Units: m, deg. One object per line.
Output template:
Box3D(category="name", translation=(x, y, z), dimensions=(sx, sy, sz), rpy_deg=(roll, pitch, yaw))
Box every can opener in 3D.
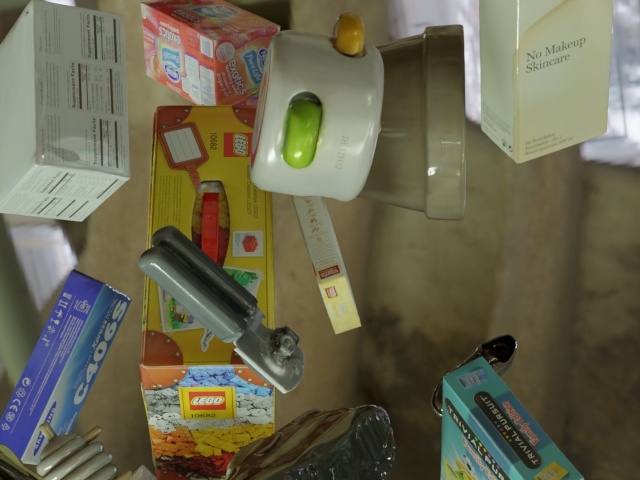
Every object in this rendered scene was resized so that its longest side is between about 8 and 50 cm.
Box3D(category="can opener", translation=(-0.132, 0.100, 1.659), dimensions=(0.095, 0.283, 0.076), rpy_deg=(-25, -150, 43))

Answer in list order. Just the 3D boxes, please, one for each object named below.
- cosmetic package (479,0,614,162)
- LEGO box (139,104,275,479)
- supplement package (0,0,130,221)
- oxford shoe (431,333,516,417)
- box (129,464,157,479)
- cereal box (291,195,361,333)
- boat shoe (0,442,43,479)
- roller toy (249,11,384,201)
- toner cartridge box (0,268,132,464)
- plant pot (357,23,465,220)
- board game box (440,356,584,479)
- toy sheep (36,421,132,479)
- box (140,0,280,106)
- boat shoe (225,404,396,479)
Box3D(category="cosmetic package", translation=(0.316, -0.280, 1.795), dimensions=(0.160, 0.309, 0.113), rpy_deg=(-20, -139, -15))
Box3D(category="LEGO box", translation=(-0.170, 0.089, 2.040), dimensions=(0.193, 0.372, 0.500), rpy_deg=(-1, -128, -3))
Box3D(category="supplement package", translation=(-0.390, -0.187, 1.892), dimensions=(0.145, 0.261, 0.204), rpy_deg=(7, 158, -30))
Box3D(category="oxford shoe", translation=(0.292, 0.250, 2.430), dimensions=(0.083, 0.096, 0.227), rpy_deg=(39, -122, 16))
Box3D(category="box", translation=(-0.318, 0.471, 2.278), dimensions=(0.067, 0.063, 0.324), rpy_deg=(-44, -174, -5))
Box3D(category="cereal box", translation=(0.000, 0.000, 1.921), dimensions=(0.047, 0.240, 0.173), rpy_deg=(-17, 149, 1))
Box3D(category="boat shoe", translation=(-0.493, 0.397, 2.084), dimensions=(0.049, 0.152, 0.056), rpy_deg=(-45, 172, -49))
Box3D(category="roller toy", translation=(0.000, -0.148, 1.514), dimensions=(0.146, 0.209, 0.191), rpy_deg=(8, 153, -8))
Box3D(category="toner cartridge box", translation=(-0.469, 0.236, 2.326), dimensions=(0.075, 0.347, 0.165), rpy_deg=(22, 173, 14))
Box3D(category="plant pot", translation=(0.097, -0.189, 2.093), dimensions=(0.280, 0.323, 0.323), rpy_deg=(-1, -166, 4))
Box3D(category="board game box", translation=(0.285, 0.380, 1.974), dimensions=(0.079, 0.336, 0.254), rpy_deg=(-25, -129, -17))
Box3D(category="toy sheep", translation=(-0.262, 0.251, 1.385), dimensions=(0.091, 0.132, 0.091), rpy_deg=(-37, 172, -6))
Box3D(category="box", translation=(-0.206, -0.351, 2.377), dimensions=(0.142, 0.154, 0.300), rpy_deg=(-16, -151, -29))
Box3D(category="boat shoe", translation=(-0.046, 0.281, 1.438), dimensions=(0.120, 0.122, 0.324), rpy_deg=(5, -160, 38))
